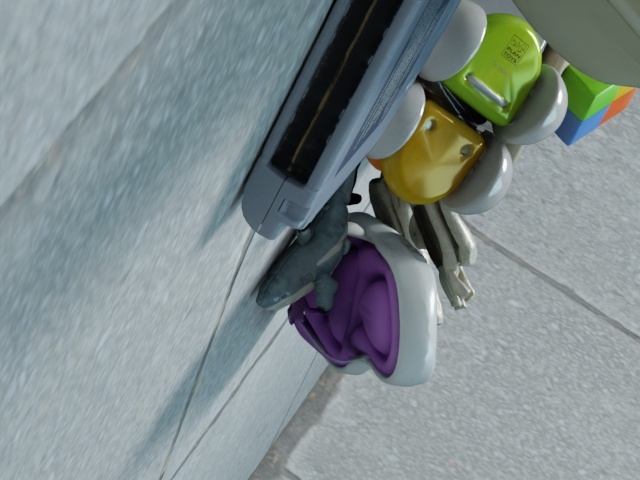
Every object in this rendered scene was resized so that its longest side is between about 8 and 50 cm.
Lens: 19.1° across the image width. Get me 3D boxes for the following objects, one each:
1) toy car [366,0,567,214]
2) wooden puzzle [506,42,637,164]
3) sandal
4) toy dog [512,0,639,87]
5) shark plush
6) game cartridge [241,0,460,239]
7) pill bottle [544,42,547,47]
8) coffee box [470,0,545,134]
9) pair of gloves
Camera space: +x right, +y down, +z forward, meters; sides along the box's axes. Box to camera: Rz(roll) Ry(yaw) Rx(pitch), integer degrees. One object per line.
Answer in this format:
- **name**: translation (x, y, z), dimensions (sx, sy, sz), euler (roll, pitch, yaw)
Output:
- **toy car**: translation (0.107, -0.123, 1.624), dimensions (0.182, 0.159, 0.136), euler (-53, -148, 7)
- **wooden puzzle**: translation (0.347, -0.236, 1.950), dimensions (0.348, 0.080, 0.322), euler (-37, 162, -29)
- **sandal**: translation (0.019, 0.054, 1.878), dimensions (0.416, 0.102, 0.169), euler (178, -87, -76)
- **toy dog**: translation (0.330, -0.258, 1.216), dimensions (0.408, 0.284, 0.395), euler (-45, -173, -5)
- **shark plush**: translation (0.000, 0.000, 1.775), dimensions (0.161, 0.073, 0.067), euler (-52, 144, 8)
- **game cartridge**: translation (0.050, -0.151, 1.300), dimensions (0.297, 0.062, 0.198), euler (-61, 177, 40)
- **pill bottle**: translation (0.302, -0.304, 2.362), dimensions (0.117, 0.117, 0.215), euler (-58, 174, 16)
- **coffee box**: translation (0.148, -0.156, 1.865), dimensions (0.141, 0.098, 0.246), euler (-62, 176, -16)
- **pair of gloves**: translation (0.098, -0.022, 1.839), dimensions (0.042, 0.204, 0.240), euler (-19, 172, -10)
